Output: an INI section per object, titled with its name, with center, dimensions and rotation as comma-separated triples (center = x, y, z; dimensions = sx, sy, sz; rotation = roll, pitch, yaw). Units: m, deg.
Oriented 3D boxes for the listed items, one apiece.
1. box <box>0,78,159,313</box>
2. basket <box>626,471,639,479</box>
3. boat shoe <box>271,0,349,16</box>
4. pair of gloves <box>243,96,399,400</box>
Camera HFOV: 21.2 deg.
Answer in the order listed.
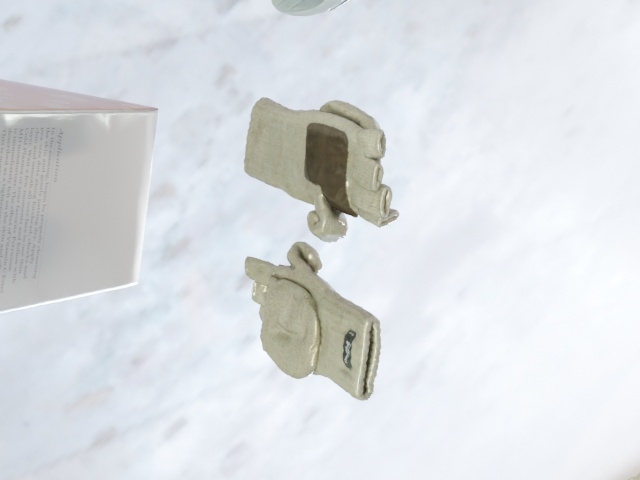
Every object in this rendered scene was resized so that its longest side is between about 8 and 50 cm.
[box]
center = -0.312, -0.044, 1.413
dimensions = 0.345, 0.215, 0.168
rotation = -11, 111, -69
[basket]
center = 0.290, 0.365, 1.148
dimensions = 0.266, 0.331, 0.328
rotation = -38, 129, 19
[boat shoe]
center = 0.042, -0.293, 1.858
dimensions = 0.075, 0.083, 0.226
rotation = 7, 165, -42
[pair of gloves]
center = 0.000, 0.000, 1.452
dimensions = 0.042, 0.204, 0.240
rotation = -2, 99, -34
